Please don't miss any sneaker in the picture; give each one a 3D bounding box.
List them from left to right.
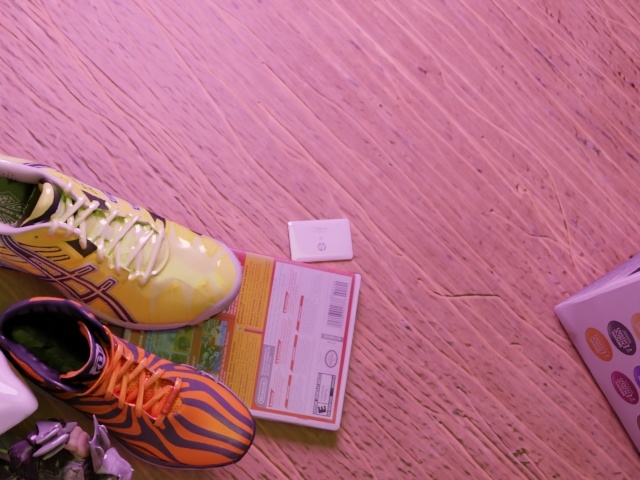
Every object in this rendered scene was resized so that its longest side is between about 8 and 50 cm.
[{"bbox_3d":[-0.276,0.003,1.441,0.385,0.147,0.145,17,74,-7],"label":"sneaker"},{"bbox_3d":[-0.223,0.164,1.393,0.321,0.180,0.124,22,76,0],"label":"sneaker"}]

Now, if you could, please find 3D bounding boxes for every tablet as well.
[{"bbox_3d":[0.000,0.000,1.615,0.083,0.006,0.054,-3,80,-17],"label":"tablet"}]

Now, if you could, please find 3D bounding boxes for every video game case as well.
[{"bbox_3d":[-0.099,0.113,1.552,0.285,0.025,0.204,12,76,-14],"label":"video game case"}]

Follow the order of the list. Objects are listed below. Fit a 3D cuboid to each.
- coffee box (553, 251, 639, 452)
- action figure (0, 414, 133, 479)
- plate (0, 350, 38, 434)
[{"bbox_3d":[0.577,0.122,1.593,0.338,0.334,0.337,-30,88,-22],"label":"coffee box"},{"bbox_3d":[-0.339,0.246,1.386,0.285,0.185,0.099,11,41,-1],"label":"action figure"},{"bbox_3d":[-0.487,0.152,1.339,0.278,0.045,0.277,-32,56,-19],"label":"plate"}]
